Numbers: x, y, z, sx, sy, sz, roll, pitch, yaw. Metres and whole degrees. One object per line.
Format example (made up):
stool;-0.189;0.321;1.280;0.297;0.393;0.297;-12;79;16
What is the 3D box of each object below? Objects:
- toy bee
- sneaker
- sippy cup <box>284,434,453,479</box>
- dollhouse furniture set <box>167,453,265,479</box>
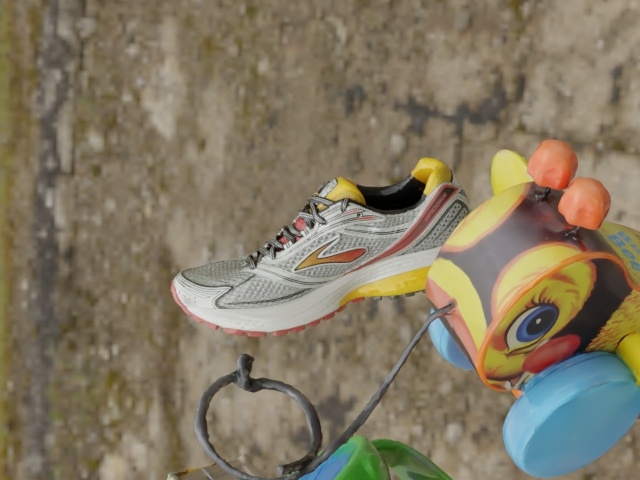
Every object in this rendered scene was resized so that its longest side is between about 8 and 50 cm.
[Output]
toy bee;0.117;0.035;0.661;0.195;0.298;0.162;41;128;21
sneaker;0.000;0.000;1.028;0.088;0.225;0.092;-125;19;-64
sippy cup;0.014;0.310;1.121;0.224;0.305;0.240;52;176;-1
dollhouse furniture set;-0.042;0.216;0.959;0.152;0.076;0.058;42;123;30
